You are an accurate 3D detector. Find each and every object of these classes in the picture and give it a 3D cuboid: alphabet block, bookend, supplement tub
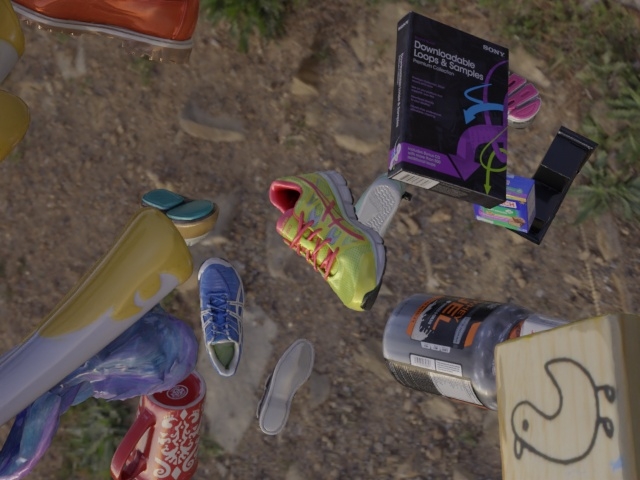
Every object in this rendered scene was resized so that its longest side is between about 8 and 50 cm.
[{"bbox_3d":[0.316,0.196,0.914,0.192,0.193,0.197,-30,56,56],"label":"alphabet block"},{"bbox_3d":[0.409,-0.096,1.557,0.072,0.157,0.156,29,73,9],"label":"bookend"},{"bbox_3d":[0.280,0.203,1.597,0.316,0.193,0.194,4,78,52],"label":"supplement tub"}]

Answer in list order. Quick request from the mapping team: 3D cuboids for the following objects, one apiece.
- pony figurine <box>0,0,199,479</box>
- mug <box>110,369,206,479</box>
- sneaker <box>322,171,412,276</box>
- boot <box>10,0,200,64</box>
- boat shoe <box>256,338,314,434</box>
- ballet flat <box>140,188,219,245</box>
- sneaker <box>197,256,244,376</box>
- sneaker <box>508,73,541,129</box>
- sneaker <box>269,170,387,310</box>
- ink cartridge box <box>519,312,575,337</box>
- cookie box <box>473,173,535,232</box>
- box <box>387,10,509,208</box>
[{"bbox_3d":[-0.226,0.100,0.396,0.302,0.351,0.363,23,52,39],"label":"pony figurine"},{"bbox_3d":[-0.230,0.284,1.291,0.150,0.113,0.169,-70,-3,-54],"label":"mug"},{"bbox_3d":[0.098,-0.027,1.768,0.094,0.151,0.256,35,115,3],"label":"sneaker"},{"bbox_3d":[-0.157,-0.182,0.599,0.059,0.157,0.085,-118,43,-53],"label":"boot"},{"bbox_3d":[-0.045,0.179,1.088,0.125,0.046,0.038,-71,19,-1],"label":"boat shoe"},{"bbox_3d":[-0.208,-0.030,1.343,0.232,0.080,0.073,22,132,59],"label":"ballet flat"},{"bbox_3d":[-0.160,0.130,1.464,0.081,0.080,0.211,-114,15,-70],"label":"sneaker"},{"bbox_3d":[0.200,-0.190,1.071,0.170,0.075,0.063,41,88,25],"label":"sneaker"},{"bbox_3d":[0.000,0.000,0.940,0.208,0.094,0.082,61,138,46],"label":"sneaker"},{"bbox_3d":[0.352,0.171,1.208,0.150,0.063,0.109,12,103,26],"label":"ink cartridge box"},{"bbox_3d":[0.289,-0.063,1.375,0.091,0.107,0.040,17,67,23],"label":"cookie box"},{"bbox_3d":[0.120,-0.120,0.804,0.029,0.116,0.162,-31,51,57],"label":"box"}]
